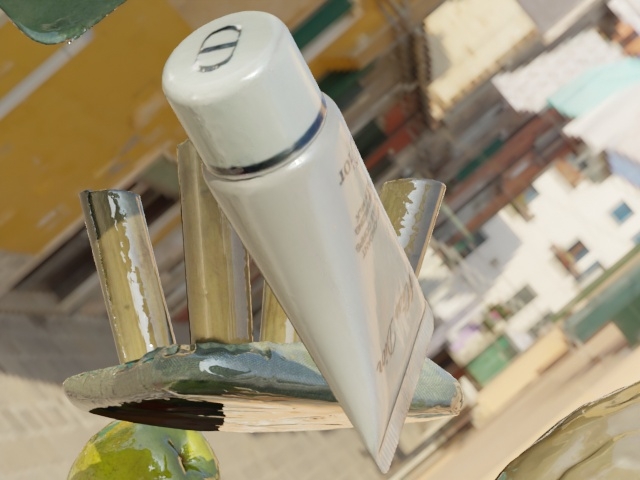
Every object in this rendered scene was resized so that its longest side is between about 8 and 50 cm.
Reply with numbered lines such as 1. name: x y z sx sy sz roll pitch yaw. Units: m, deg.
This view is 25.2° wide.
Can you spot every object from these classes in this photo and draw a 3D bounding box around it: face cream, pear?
1. face cream: 0.000 0.000 0.903 0.314 0.089 0.143 63 34 -39
2. pear: -0.204 0.296 1.663 0.198 0.198 0.198 50 2 -2

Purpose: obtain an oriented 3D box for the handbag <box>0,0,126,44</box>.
1. handbag: -0.171 -0.284 0.962 0.079 0.247 0.260 57 3 40

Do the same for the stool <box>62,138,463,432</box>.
1. stool: -0.054 0.059 1.337 0.310 0.226 0.310 10 -14 -30

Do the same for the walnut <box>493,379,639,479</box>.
1. walnut: 0.115 0.110 0.429 0.140 0.162 0.140 45 -37 49
